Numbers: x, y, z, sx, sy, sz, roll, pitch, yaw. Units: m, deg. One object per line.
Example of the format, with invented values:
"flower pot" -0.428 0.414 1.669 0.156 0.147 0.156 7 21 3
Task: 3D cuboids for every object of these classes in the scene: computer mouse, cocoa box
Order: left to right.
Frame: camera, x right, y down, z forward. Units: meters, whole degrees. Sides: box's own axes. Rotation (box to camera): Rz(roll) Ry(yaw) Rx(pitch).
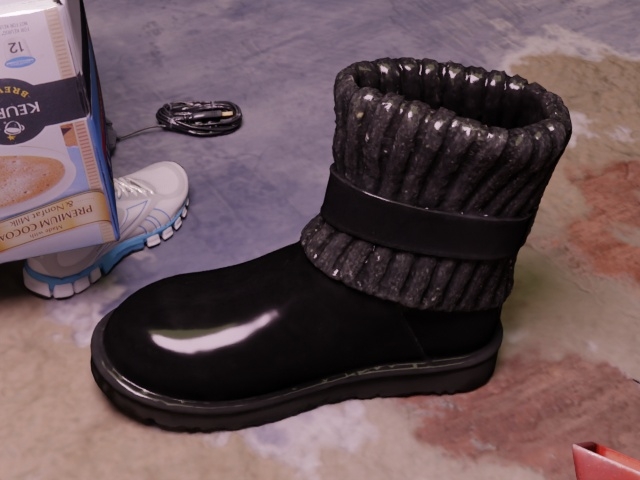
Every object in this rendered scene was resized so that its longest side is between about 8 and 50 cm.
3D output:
"cocoa box" -0.348 -0.117 0.922 0.347 0.228 0.231 -11 43 -6
"computer mouse" -0.191 -0.112 1.166 0.242 0.041 0.071 -14 44 -22

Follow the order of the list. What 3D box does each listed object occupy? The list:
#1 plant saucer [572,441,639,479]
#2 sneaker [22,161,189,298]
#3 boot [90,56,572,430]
"plant saucer" 0.281 0.199 0.761 0.258 0.259 0.047 21 86 17
"sneaker" -0.180 -0.029 1.042 0.071 0.083 0.191 25 43 22
"boot" 0.000 -0.003 0.895 0.348 0.260 0.131 -7 43 -15
